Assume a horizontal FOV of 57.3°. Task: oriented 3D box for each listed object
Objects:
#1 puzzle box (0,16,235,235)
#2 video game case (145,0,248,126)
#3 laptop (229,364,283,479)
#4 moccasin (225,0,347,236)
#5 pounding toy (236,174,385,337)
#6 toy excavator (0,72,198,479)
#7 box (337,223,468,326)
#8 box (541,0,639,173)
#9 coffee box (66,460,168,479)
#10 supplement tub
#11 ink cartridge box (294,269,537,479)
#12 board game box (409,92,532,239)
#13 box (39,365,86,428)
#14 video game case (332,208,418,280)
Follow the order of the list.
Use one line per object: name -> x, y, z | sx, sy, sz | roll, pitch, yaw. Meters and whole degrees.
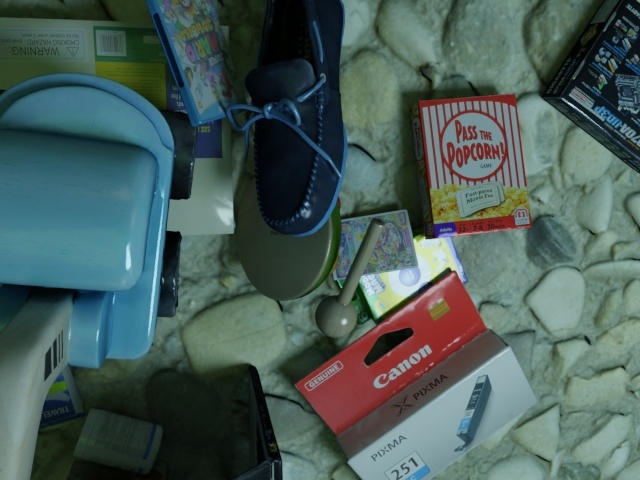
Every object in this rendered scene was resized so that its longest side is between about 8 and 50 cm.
puzzle box -> -0.315, -0.136, 0.745 | 0.408, 0.052, 0.272 | -1, 102, -11
video game case -> -0.142, -0.223, 0.678 | 0.015, 0.119, 0.166 | -12, 105, 25
laptop -> -0.167, 0.414, 0.701 | 0.236, 0.408, 0.382 | -1, 102, -12
moccasin -> -0.047, -0.177, 0.700 | 0.137, 0.117, 0.342 | -10, 71, 27
pounding toy -> 0.000, 0.000, 0.781 | 0.110, 0.237, 0.183 | 0, 119, -47
toy excavator -> -0.247, 0.056, 0.529 | 0.222, 0.445, 0.433 | 7, 96, -11
box -> 0.119, 0.052, 0.873 | 0.179, 0.043, 0.105 | -26, 105, -3
box -> 0.469, -0.227, 0.876 | 0.220, 0.051, 0.175 | 30, 95, -15
coffee box -> -0.279, 0.399, 0.763 | 0.141, 0.246, 0.098 | 5, 101, -12
supplement tub -> -0.285, 0.284, 0.830 | 0.107, 0.071, 0.071 | 21, 97, -14
ink cartridge box -> 0.152, 0.231, 0.882 | 0.296, 0.066, 0.261 | -35, 118, -2
board game box -> 0.213, -0.105, 0.835 | 0.146, 0.045, 0.194 | -7, 89, -9
box -> -0.402, 0.185, 0.801 | 0.109, 0.042, 0.178 | -14, 103, -7
video game case -> 0.072, 0.006, 0.839 | 0.122, 0.011, 0.087 | -9, 73, 0
